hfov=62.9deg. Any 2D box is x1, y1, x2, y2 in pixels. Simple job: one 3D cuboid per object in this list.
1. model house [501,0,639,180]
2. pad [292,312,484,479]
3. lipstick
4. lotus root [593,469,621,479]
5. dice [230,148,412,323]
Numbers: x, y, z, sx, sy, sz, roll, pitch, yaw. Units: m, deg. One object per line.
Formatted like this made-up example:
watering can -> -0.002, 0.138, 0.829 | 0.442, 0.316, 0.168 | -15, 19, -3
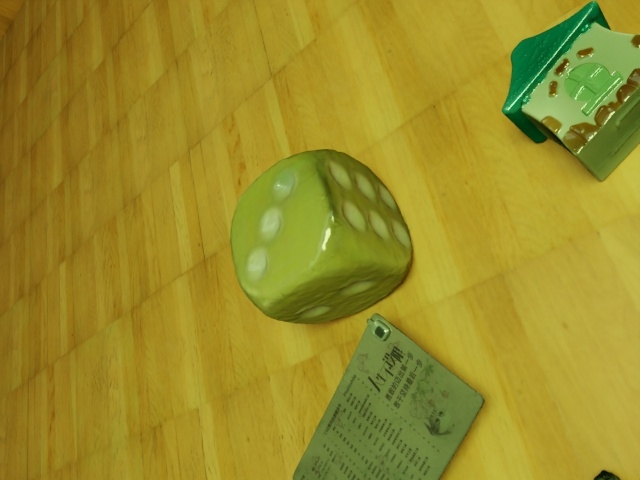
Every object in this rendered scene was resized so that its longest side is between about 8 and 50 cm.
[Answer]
model house -> 0.259, -0.156, 0.531 | 0.127, 0.100, 0.149 | -53, 49, 18
pad -> 0.062, 0.235, 0.603 | 0.159, 0.009, 0.265 | 36, 110, 35
lipstick -> 0.078, 0.218, 0.628 | 0.158, 0.048, 0.048 | -14, 70, 39
lotus root -> 0.268, 0.250, 0.453 | 0.054, 0.049, 0.099 | -40, 50, 29
dice -> 0.000, 0.000, 0.670 | 0.169, 0.169, 0.166 | -34, 59, 30
